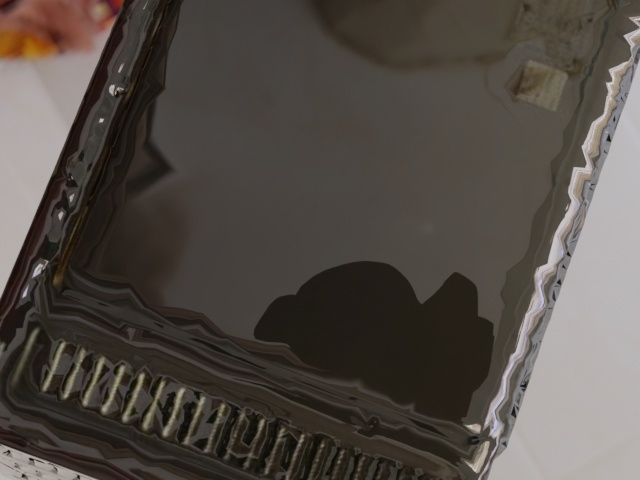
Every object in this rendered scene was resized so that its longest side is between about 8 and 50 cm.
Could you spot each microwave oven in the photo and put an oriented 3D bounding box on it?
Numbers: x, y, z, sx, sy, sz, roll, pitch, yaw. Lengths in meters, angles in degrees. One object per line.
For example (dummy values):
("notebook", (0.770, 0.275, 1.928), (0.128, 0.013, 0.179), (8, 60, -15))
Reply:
("microwave oven", (-0.002, -0.001, 0.716), (0.188, 0.178, 0.247), (101, 9, -76))
